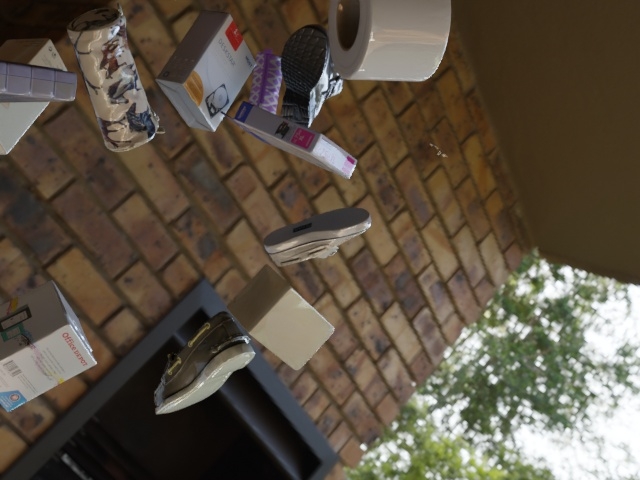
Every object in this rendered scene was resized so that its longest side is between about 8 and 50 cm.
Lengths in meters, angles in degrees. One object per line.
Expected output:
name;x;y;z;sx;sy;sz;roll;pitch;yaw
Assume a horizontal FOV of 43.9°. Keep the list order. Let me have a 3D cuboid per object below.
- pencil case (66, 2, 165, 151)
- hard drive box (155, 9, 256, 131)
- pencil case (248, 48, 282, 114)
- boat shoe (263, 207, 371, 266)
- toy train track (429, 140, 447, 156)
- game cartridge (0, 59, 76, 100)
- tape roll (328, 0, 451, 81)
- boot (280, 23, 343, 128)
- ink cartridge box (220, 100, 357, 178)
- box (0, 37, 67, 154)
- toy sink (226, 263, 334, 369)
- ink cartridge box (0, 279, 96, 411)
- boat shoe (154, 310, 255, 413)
pencil case;-0.605;-0.477;2.347;0.160;0.183;0.411;43;-30;52
hard drive box;-0.278;-0.419;1.962;0.089;0.232;0.181;15;-24;29
pencil case;-0.156;-0.416;2.195;0.086;0.206;0.088;5;-8;14
boat shoe;0.000;0.000;1.865;0.096;0.267;0.088;-88;156;-57
toy train track;0.290;-0.227;1.988;0.048;0.014;0.083;36;12;-32
game cartridge;-0.572;-0.261;1.282;0.355;0.230;0.068;10;-78;46
tape roll;0.132;-0.445;1.601;0.246;0.169;0.246;177;-90;-71
boot;-0.004;-0.460;2.036;0.118;0.223;0.338;32;-34;8
ink cartridge box;-0.079;-0.252;1.932;0.311;0.065;0.185;25;-2;34
box;-0.764;-0.353;1.935;0.147;0.311;0.121;3;-42;20
toy sink;-0.100;0.194;2.006;0.131;0.153;0.234;40;-4;45
ink cartridge box;-0.796;0.287;2.182;0.197;0.270;0.198;51;-17;41
boat shoe;-0.225;0.229;1.439;0.305;0.109;0.091;-42;-112;42
